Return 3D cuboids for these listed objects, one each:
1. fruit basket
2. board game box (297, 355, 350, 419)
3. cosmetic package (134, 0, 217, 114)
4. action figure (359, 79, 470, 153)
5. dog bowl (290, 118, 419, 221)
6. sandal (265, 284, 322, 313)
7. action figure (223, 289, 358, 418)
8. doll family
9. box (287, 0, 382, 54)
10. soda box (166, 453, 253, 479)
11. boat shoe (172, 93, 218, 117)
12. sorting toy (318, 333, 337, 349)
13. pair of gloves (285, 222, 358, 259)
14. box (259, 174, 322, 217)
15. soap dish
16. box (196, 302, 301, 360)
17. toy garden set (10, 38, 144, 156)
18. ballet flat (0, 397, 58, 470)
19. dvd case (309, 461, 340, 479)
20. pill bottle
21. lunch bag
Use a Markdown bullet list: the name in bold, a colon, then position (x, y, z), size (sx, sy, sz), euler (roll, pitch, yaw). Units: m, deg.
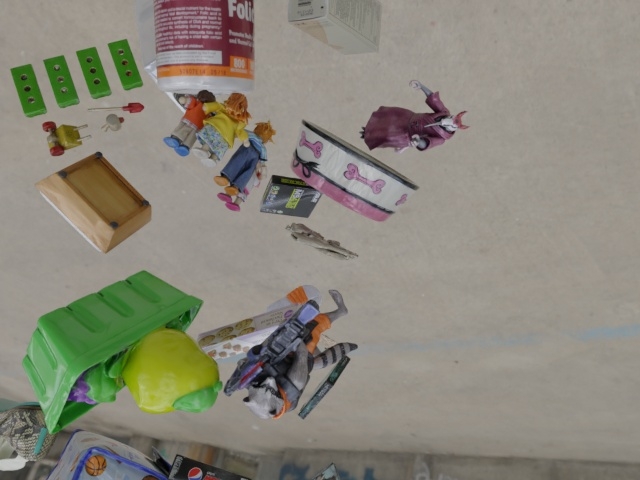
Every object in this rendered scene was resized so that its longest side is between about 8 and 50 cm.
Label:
- **fruit basket**: position (-0.388, 0.270, 1.170), size (0.391, 0.392, 0.283), euler (26, 123, -18)
- **board game box**: position (0.010, 0.416, 1.524), size (0.026, 0.126, 0.186), euler (38, 125, 6)
- **cosmetic package**: position (-0.502, -0.679, 1.873), size (0.161, 0.453, 0.230), euler (-29, 140, 9)
- **action figure**: position (0.325, -0.355, 1.766), size (0.370, 0.248, 0.275), euler (7, 161, 40)
- **dog bowl**: position (0.087, -0.203, 1.626), size (0.407, 0.408, 0.150), euler (26, 102, -18)
- **sandal**: position (-0.093, 0.241, 2.017), size (0.265, 0.102, 0.076), euler (-25, 159, 29)
- **action figure**: position (-0.036, 0.242, 1.125), size (0.178, 0.330, 0.341), euler (45, 131, 2)
- **doll family**: position (-0.159, -0.183, 1.032), size (0.118, 0.163, 0.263), euler (5, 148, 36)
- **box**: position (0.048, -0.621, 1.464), size (0.121, 0.148, 0.311), euler (5, -177, 31)
- **soda box**: position (-0.226, 0.496, 1.112), size (0.168, 0.053, 0.060), euler (17, 154, 6)
- **boat shoe**: position (-0.333, -0.382, 1.595), size (0.227, 0.069, 0.081), euler (27, 118, -36)
- **sorting toy**: position (0.020, 0.346, 1.798), size (0.062, 0.012, 0.083), euler (26, 138, 8)
- **pair of gloves**: position (0.000, 0.000, 1.600), size (0.204, 0.042, 0.240), euler (24, -175, -14)
- **box**: position (-0.101, -0.149, 1.854), size (0.184, 0.045, 0.191), euler (9, 151, -17)
- **soap dish**: position (-0.691, -0.129, 1.679), size (0.291, 0.229, 0.118), euler (46, 126, -6)
- **box**: position (-0.188, 0.250, 1.431), size (0.323, 0.067, 0.063), euler (-19, 126, 21)
- **toy garden set**: position (-0.497, -0.298, 1.142), size (0.244, 0.204, 0.049), euler (-20, 172, -13)
- **ballet flat**: position (-0.861, 0.533, 1.484), size (0.164, 0.182, 0.482), euler (26, 153, -39)
- **dvd case**: position (0.016, 0.626, 1.338), size (0.087, 0.119, 0.013), euler (-40, 118, 9)
- **pill bottle**: position (-0.259, -0.534, 1.203), size (0.223, 0.224, 0.393), euler (4, 102, 14)
- **lunch bag**: position (-0.532, 0.696, 1.494), size (0.385, 0.239, 0.327), euler (34, 157, -20)
